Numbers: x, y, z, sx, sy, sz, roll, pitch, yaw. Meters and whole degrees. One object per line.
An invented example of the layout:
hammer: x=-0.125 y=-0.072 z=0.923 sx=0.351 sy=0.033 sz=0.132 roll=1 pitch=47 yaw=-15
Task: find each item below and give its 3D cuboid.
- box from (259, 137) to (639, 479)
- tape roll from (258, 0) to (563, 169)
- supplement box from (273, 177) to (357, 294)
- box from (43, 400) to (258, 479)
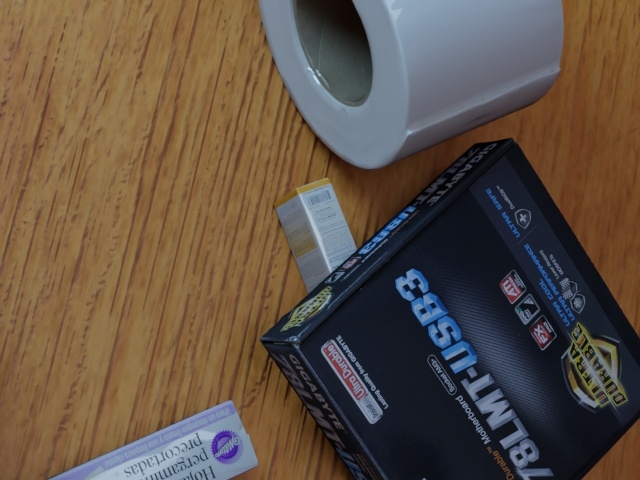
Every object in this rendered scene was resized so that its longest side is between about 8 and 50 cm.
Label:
box: x=0.135 y=0.110 z=1.540 sx=0.293 sy=0.073 sz=0.295 roll=-41 pitch=108 yaw=-26
tape roll: x=0.076 y=-0.204 z=1.524 sx=0.169 sy=0.246 sz=0.246 roll=-24 pitch=88 yaw=-24
supplement box: x=0.000 y=0.000 z=1.549 sx=0.036 sy=0.062 sz=0.098 roll=-20 pitch=87 yaw=-25
box: x=-0.209 y=0.223 z=1.419 sx=0.324 sy=0.067 sz=0.063 roll=-22 pitch=88 yaw=-25
